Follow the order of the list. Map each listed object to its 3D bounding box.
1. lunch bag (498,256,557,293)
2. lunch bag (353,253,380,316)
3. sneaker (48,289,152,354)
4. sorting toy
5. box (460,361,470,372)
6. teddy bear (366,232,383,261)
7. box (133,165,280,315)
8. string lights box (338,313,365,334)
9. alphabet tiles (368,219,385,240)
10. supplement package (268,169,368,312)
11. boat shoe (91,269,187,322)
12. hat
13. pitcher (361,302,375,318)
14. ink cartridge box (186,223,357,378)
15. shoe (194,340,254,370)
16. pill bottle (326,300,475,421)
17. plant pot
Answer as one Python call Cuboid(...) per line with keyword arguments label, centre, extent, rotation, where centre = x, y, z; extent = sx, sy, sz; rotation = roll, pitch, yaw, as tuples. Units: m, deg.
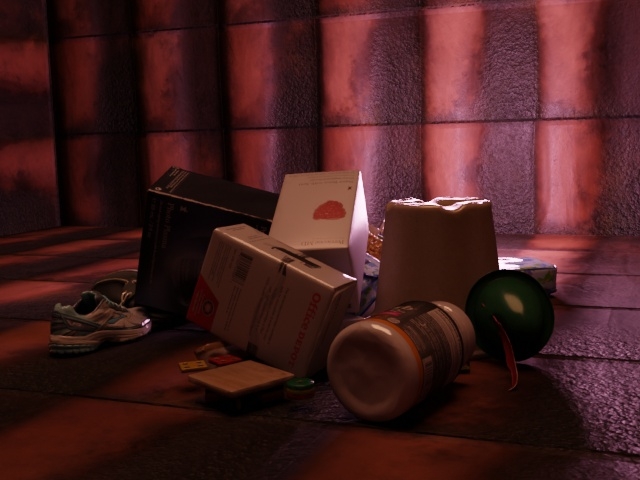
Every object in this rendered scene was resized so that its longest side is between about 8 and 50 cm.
Cuboid(label="lunch bag", centre=(0.540, 0.099, 2.308), extent=(0.176, 0.090, 0.219), rotation=(-2, 7, -10))
Cuboid(label="lunch bag", centre=(0.073, 0.088, 1.899), extent=(0.129, 0.096, 0.151), rotation=(32, 62, 29))
Cuboid(label="sneaker", centre=(-0.476, 0.168, 1.844), extent=(0.110, 0.122, 0.283), rotation=(2, 8, 29))
Cuboid(label="sorting toy", centre=(-0.140, 0.249, 1.426), extent=(0.132, 0.046, 0.274), rotation=(-8, 10, -40))
Cuboid(label="box", centre=(0.244, 0.217, 1.580), extent=(0.062, 0.052, 0.083), rotation=(-3, 6, -6))
Cuboid(label="teddy bear", centre=(0.100, 0.046, 2.155), extent=(0.338, 0.113, 0.245), rotation=(12, 43, 10))
Cuboid(label="box", centre=(-0.252, 0.019, 1.929), extent=(0.294, 0.296, 0.183), rotation=(13, 25, 3))
Cuboid(label="string lights box", centre=(-0.018, 0.185, 1.794), extent=(0.133, 0.077, 0.259), rotation=(-4, 8, -25))
Cuboid(label="alphabet tiles", centre=(0.210, 0.056, 2.302), extent=(0.285, 0.011, 0.342), rotation=(22, 34, 8))
Cuboid(label="supplement package", centre=(0.000, 0.000, 1.786), extent=(0.177, 0.175, 0.293), rotation=(-3, 36, 10))
Cuboid(label="boat shoe", centre=(-0.455, 0.143, 2.082), extent=(0.319, 0.116, 0.099), rotation=(8, 9, 22))
Cuboid(label="hat", centre=(0.370, 0.146, 1.539), extent=(0.173, 0.208, 0.183), rotation=(-21, -8, -1))
Cuboid(label="pitcher", centre=(0.040, 0.142, 2.028), extent=(0.207, 0.125, 0.178), rotation=(-9, -12, 6))
Cuboid(label="ink cartridge box", centre=(-0.093, 0.113, 1.579), extent=(0.273, 0.197, 0.114), rotation=(26, 18, 21))
Cuboid(label="shoe", centre=(-0.169, 0.223, 1.647), extent=(0.076, 0.058, 0.219), rotation=(-33, -13, 27))
Cuboid(label="pill bottle", centre=(0.145, 0.189, 1.389), extent=(0.162, 0.162, 0.278), rotation=(3, 8, 32))
Cuboid(label="plant pot", centre=(0.254, 0.066, 1.775), extent=(0.334, 0.305, 0.334), rotation=(-1, 7, 0))
